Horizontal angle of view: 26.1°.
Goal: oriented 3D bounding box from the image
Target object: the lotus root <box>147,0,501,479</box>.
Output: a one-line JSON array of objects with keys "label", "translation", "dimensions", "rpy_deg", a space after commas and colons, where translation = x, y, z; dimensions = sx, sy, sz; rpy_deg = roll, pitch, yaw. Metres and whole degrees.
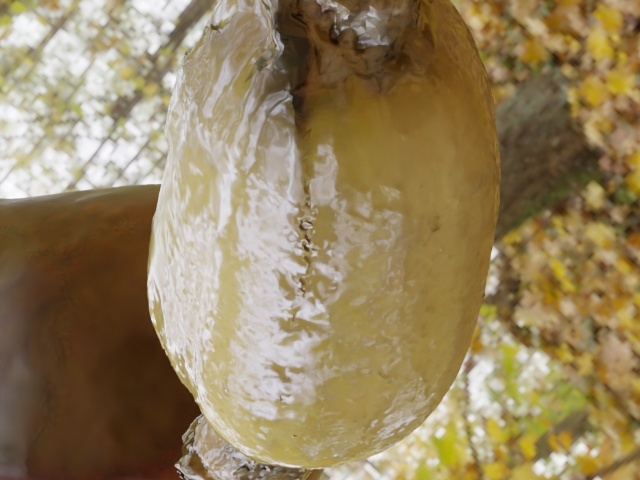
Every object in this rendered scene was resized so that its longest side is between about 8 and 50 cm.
[{"label": "lotus root", "translation": [0.001, -0.002, 0.584], "dimensions": [0.131, 0.303, 0.146], "rpy_deg": [-14, -131, -25]}]

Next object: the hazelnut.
[{"label": "hazelnut", "translation": [-0.164, 0.119, 1.071], "dimensions": [0.366, 0.366, 0.366], "rpy_deg": [39, -167, -11]}]
